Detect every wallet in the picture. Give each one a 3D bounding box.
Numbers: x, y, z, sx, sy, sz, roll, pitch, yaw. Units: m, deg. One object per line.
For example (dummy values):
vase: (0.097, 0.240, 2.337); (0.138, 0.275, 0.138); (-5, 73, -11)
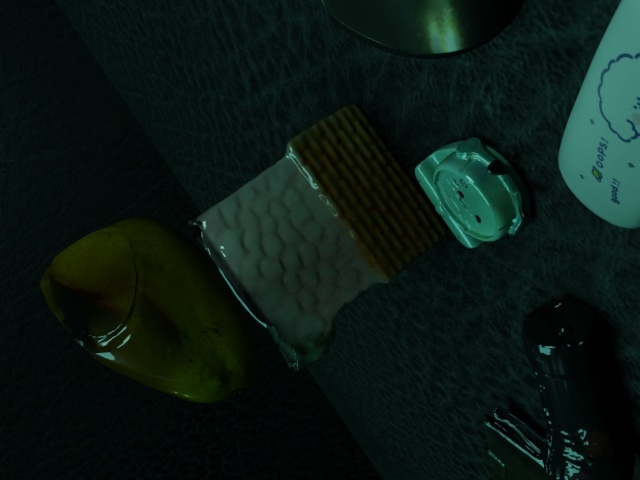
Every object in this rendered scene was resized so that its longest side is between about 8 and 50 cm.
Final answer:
wallet: (0.320, 0.362, 1.036); (0.169, 0.044, 0.317); (39, 162, 35)

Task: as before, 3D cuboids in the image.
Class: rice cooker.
rice cooker: (0.054, -0.183, 0.443); (0.165, 0.112, 0.106); (40, 167, 45)

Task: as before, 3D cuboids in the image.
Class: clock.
clock: (0.144, -0.044, 0.630); (0.101, 0.041, 0.135); (55, 166, -5)

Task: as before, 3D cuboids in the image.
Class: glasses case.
glasses case: (0.187, -0.073, 0.400); (0.076, 0.049, 0.197); (48, 165, 23)

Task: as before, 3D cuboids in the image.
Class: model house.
model house: (0.000, 0.000, 0.822); (0.202, 0.237, 0.237); (52, 171, 3)

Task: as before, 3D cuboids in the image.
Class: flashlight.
flashlight: (0.253, 0.161, 0.686); (0.093, 0.093, 0.232); (36, 155, 52)

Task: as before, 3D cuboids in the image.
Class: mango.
mango: (-0.151, 0.073, 0.708); (0.236, 0.136, 0.166); (40, 178, 39)
